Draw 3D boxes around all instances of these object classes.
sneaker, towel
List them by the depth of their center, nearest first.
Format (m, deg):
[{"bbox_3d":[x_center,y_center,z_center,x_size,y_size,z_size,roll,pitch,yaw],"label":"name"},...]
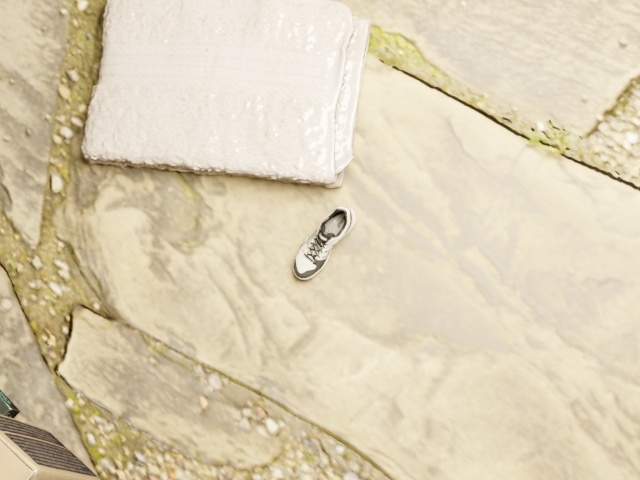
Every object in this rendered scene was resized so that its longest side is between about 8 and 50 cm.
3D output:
[{"bbox_3d":[0.000,0.000,0.774,0.032,0.037,0.083,36,90,12],"label":"sneaker"},{"bbox_3d":[-0.096,-0.154,0.811,0.282,0.049,0.187,6,81,11],"label":"towel"}]

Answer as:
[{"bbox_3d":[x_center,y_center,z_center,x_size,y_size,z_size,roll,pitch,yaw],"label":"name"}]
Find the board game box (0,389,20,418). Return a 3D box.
[{"bbox_3d":[-0.407,0.191,0.800,0.126,0.026,0.186,41,77,14],"label":"board game box"}]

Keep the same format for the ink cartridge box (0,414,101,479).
[{"bbox_3d":[-0.314,0.263,0.683,0.088,0.193,0.234,39,75,14],"label":"ink cartridge box"}]
